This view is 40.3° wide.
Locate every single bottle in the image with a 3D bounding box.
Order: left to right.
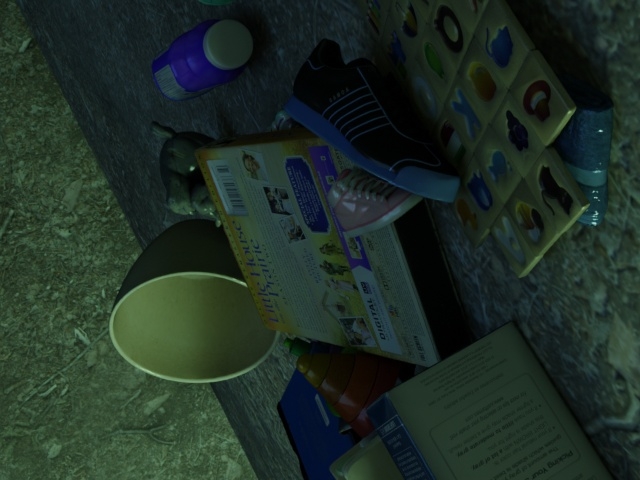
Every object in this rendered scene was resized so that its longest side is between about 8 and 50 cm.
[{"bbox_3d":[-0.173,-0.272,1.311,0.283,0.118,0.092,6,120,68],"label":"bottle"}]

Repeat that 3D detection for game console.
[{"bbox_3d":[0.043,0.391,1.665,0.250,0.173,0.293,-65,33,28],"label":"game console"}]

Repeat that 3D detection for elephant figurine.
[{"bbox_3d":[-0.214,-0.101,1.619,0.239,0.169,0.186,88,-177,-82],"label":"elephant figurine"}]

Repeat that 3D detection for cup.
[{"bbox_3d":[-0.251,0.095,1.770,0.331,0.330,0.237,84,180,-45],"label":"cup"}]

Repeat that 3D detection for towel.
[{"bbox_3d":[0.204,-0.070,0.704,0.067,0.029,0.120,43,152,45],"label":"towel"}]

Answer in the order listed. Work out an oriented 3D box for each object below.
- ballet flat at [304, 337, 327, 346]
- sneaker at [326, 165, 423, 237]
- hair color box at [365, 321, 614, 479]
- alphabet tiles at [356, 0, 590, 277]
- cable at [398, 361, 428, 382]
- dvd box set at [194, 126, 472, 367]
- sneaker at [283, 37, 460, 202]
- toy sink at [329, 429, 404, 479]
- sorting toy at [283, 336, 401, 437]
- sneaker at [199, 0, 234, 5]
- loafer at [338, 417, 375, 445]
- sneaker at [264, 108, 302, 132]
[{"bbox_3d":[0.005,0.110,1.422,0.079,0.077,0.222,35,152,23],"label":"ballet flat"},{"bbox_3d":[0.051,-0.049,0.933,0.070,0.051,0.134,57,150,-7],"label":"sneaker"},{"bbox_3d":[0.212,0.281,0.915,0.347,0.173,0.105,59,160,14],"label":"hair color box"},{"bbox_3d":[0.124,-0.140,0.803,0.343,0.011,0.285,62,166,18],"label":"alphabet tiles"},{"bbox_3d":[0.166,0.211,1.164,0.184,0.047,0.151,42,157,39],"label":"cable"},{"bbox_3d":[0.000,0.000,1.167,0.420,0.062,0.308,3,118,56],"label":"dvd box set"},{"bbox_3d":[0.058,-0.125,0.887,0.232,0.081,0.091,37,111,30],"label":"sneaker"},{"bbox_3d":[0.116,0.316,1.151,0.234,0.152,0.131,59,166,-20],"label":"toy sink"},{"bbox_3d":[0.005,0.182,1.279,0.126,0.127,0.365,25,176,-9],"label":"sorting toy"},{"bbox_3d":[-0.101,-0.336,1.016,0.178,0.123,0.296,100,148,-53],"label":"sneaker"},{"bbox_3d":[0.076,0.316,1.444,0.303,0.095,0.109,56,162,21],"label":"loafer"},{"bbox_3d":[-0.046,-0.144,1.262,0.069,0.038,0.098,62,162,7],"label":"sneaker"}]
